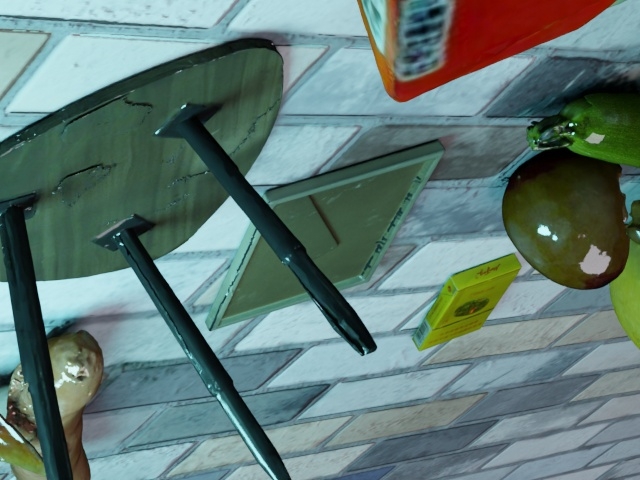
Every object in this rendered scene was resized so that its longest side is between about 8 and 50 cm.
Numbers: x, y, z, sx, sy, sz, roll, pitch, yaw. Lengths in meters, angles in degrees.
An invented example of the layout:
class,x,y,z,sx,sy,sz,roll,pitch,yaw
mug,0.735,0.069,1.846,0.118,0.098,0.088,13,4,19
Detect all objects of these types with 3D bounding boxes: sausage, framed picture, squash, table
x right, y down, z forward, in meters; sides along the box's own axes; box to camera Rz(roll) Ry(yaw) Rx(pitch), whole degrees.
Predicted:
class,x,y,z,sx,sy,sz,roll,pitch,yaw
sausage,-0.250,0.172,1.751,0.087,0.079,0.326,-10,154,-14
framed picture,0.000,0.000,1.741,0.184,0.016,0.250,-18,157,-24
squash,0.310,-0.100,1.807,0.080,0.071,0.318,-39,156,31
table,-0.126,0.059,1.394,0.317,0.249,0.317,-24,159,-10

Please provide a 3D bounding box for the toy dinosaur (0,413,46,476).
class,x,y,z,sx,sy,sz,roll,pitch,yaw
toy dinosaur,-0.385,0.172,1.540,0.207,0.113,0.327,-31,157,9

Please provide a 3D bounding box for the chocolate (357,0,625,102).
class,x,y,z,sx,sy,sz,roll,pitch,yaw
chocolate,0.167,-0.277,1.092,0.341,0.161,0.360,-24,158,-9

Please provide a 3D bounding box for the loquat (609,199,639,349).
class,x,y,z,sx,sy,sz,roll,pitch,yaw
loquat,0.446,0.039,2.071,0.275,0.274,0.275,-24,159,-10

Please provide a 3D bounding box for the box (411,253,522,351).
class,x,y,z,sx,sy,sz,roll,pitch,yaw
box,0.161,0.070,2.096,0.087,0.023,0.155,-16,156,-23

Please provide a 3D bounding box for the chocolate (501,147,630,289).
class,x,y,z,sx,sy,sz,roll,pitch,yaw
chocolate,0.248,-0.018,1.843,0.127,0.133,0.124,-25,156,-13
